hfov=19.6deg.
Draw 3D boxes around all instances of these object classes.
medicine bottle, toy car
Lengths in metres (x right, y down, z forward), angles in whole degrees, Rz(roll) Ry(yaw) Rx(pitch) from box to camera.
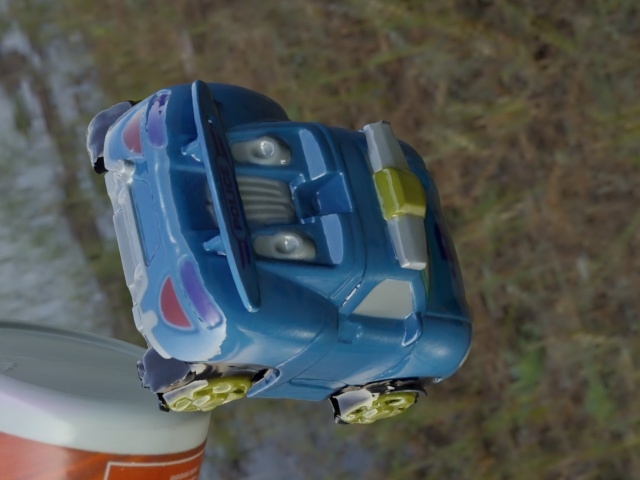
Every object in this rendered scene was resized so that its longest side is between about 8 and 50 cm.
[{"bbox_3d":[-0.229,0.206,1.490,0.252,0.252,0.240,27,107,61],"label":"medicine bottle"},{"bbox_3d":[0.000,0.000,1.148,0.166,0.314,0.198,-27,66,35],"label":"toy car"}]
